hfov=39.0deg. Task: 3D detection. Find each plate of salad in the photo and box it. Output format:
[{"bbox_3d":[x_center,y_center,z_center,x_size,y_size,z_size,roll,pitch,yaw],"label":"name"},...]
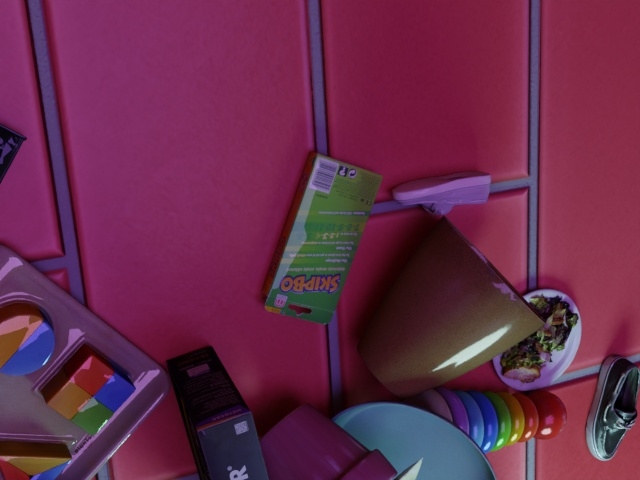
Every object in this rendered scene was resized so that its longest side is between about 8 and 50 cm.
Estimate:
[{"bbox_3d":[0.405,0.186,1.659,0.200,0.048,0.199,-6,106,-22],"label":"plate of salad"}]

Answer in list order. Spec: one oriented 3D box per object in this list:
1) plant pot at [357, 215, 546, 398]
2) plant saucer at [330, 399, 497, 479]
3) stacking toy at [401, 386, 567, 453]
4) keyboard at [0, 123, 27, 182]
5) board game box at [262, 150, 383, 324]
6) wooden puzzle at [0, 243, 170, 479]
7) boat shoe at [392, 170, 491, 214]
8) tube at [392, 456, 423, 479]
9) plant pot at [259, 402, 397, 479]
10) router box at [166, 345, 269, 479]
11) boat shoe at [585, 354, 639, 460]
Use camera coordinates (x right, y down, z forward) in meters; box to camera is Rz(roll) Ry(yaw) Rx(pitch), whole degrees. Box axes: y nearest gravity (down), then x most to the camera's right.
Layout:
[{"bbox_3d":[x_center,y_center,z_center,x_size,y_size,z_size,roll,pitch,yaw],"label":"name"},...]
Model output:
[{"bbox_3d":[0.191,0.132,1.467,0.254,0.237,0.237,-45,118,8],"label":"plant pot"},{"bbox_3d":[0.145,0.388,1.501,0.043,0.318,0.317,-50,129,-54],"label":"plant saucer"},{"bbox_3d":[0.308,0.320,1.611,0.330,0.141,0.141,0,104,-28],"label":"stacking toy"},{"bbox_3d":[-0.529,-0.189,1.147,0.317,0.033,0.201,28,98,-29],"label":"keyboard"},{"bbox_3d":[0.000,0.000,1.433,0.124,0.039,0.259,17,94,-26],"label":"board game box"},{"bbox_3d":[-0.431,0.227,1.277,0.322,0.080,0.348,-48,117,-5],"label":"wooden puzzle"},{"bbox_3d":[0.201,-0.073,1.493,0.184,0.066,0.063,-13,108,-31],"label":"boat shoe"},{"bbox_3d":[0.101,0.443,1.475,0.062,0.070,0.240,12,132,-11],"label":"tube"},{"bbox_3d":[-0.010,0.367,1.431,0.201,0.201,0.180,-40,76,-10],"label":"plant pot"},{"bbox_3d":[-0.136,0.345,1.349,0.081,0.243,0.308,-17,111,-15],"label":"router box"},{"bbox_3d":[0.575,0.336,1.764,0.078,0.070,0.219,-3,105,-23],"label":"boat shoe"}]
